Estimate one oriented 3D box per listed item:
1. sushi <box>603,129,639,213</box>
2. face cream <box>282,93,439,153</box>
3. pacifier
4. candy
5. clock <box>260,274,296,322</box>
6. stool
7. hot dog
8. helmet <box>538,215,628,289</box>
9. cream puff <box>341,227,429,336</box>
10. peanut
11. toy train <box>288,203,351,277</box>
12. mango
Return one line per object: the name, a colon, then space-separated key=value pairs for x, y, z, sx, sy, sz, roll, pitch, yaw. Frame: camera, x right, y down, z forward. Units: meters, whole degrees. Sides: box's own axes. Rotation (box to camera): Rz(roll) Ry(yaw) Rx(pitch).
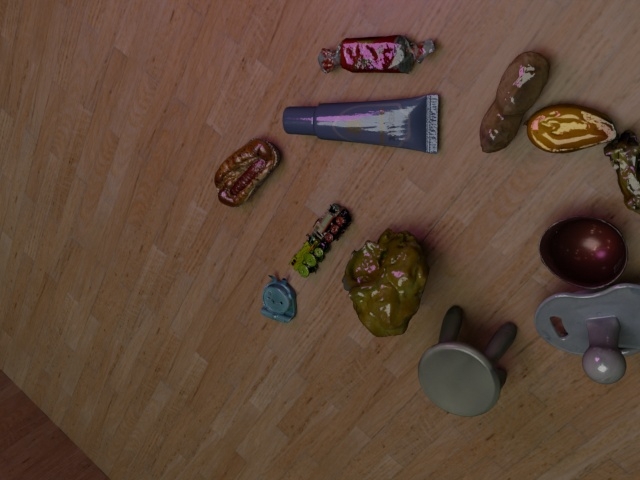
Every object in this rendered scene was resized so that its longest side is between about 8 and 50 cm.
sushi: x=0.666 y=-0.085 z=1.182 sx=0.131 sy=0.139 sz=0.291 roll=-35 pitch=89 yaw=28
face cream: x=0.092 y=-0.283 z=1.465 sx=0.385 sy=0.086 sz=0.136 roll=6 pitch=114 yaw=23
pacifier: x=0.601 y=0.213 z=1.297 sx=0.287 sy=0.226 sz=0.238 roll=-9 pitch=124 yaw=34
candy: x=0.123 y=-0.424 z=1.399 sx=0.292 sy=0.059 sz=0.086 roll=8 pitch=111 yaw=27
clock: x=-0.125 y=0.165 z=1.805 sx=0.108 sy=0.045 sz=0.147 roll=14 pitch=116 yaw=24
stool: x=0.361 y=0.296 z=1.485 sx=0.195 sy=0.198 sz=0.195 roll=16 pitch=117 yaw=26
hot dog: x=-0.205 y=-0.190 z=1.684 sx=0.252 sy=0.069 sz=0.131 roll=-37 pitch=89 yaw=35
helmet: x=0.564 y=0.016 z=1.299 sx=0.175 sy=0.106 sz=0.155 roll=-1 pitch=100 yaw=34
cream puff: x=0.149 y=0.093 z=1.476 sx=0.185 sy=0.282 sz=0.282 roll=19 pitch=120 yaw=2
peanut: x=0.396 y=-0.283 z=1.272 sx=0.085 sy=0.104 sz=0.228 roll=28 pitch=124 yaw=9
toy train: x=0.000 y=0.000 z=1.656 sx=0.085 sy=0.053 sz=0.250 roll=45 pitch=125 yaw=13
mango: x=0.506 y=-0.229 z=1.249 sx=0.187 sy=0.066 sz=0.101 roll=7 pitch=103 yaw=35
